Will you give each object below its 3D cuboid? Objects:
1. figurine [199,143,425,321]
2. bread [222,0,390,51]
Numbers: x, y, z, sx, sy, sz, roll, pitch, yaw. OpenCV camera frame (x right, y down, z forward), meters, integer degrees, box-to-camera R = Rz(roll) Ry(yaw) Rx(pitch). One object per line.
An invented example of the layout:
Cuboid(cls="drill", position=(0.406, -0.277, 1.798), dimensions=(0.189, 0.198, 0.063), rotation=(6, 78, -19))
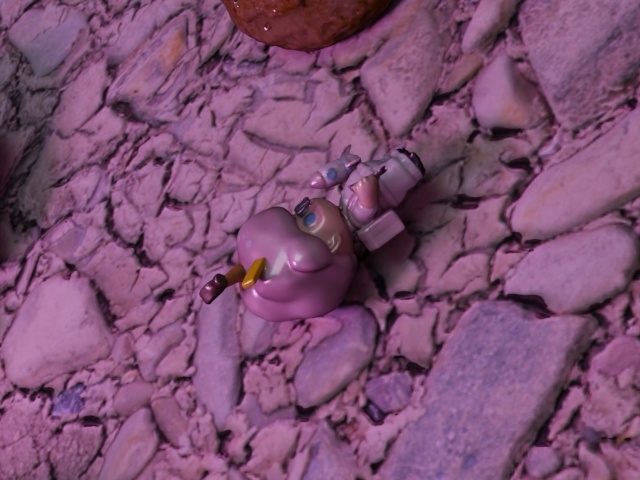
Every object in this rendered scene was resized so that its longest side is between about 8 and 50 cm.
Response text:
Cuboid(cls="figurine", position=(0.000, 0.000, 1.520), dimensions=(0.229, 0.112, 0.137), rotation=(-40, 17, -3))
Cuboid(cls="bread", position=(-0.014, -0.302, 1.728), dimensions=(0.230, 0.123, 0.230), rotation=(-16, 53, 23))
